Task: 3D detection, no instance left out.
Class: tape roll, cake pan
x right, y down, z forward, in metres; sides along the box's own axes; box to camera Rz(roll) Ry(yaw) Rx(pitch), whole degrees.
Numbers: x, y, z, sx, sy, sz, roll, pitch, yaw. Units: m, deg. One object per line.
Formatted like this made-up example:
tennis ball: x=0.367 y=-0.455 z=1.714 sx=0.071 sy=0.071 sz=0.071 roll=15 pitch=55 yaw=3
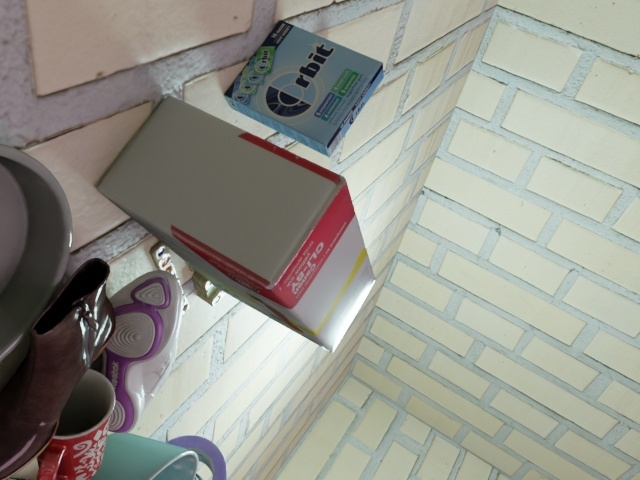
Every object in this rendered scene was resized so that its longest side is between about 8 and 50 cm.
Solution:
tape roll: x=-0.315 y=0.565 z=1.266 sx=0.189 sy=0.189 sz=0.080 roll=-48 pitch=159 yaw=-37
cake pan: x=-0.362 y=0.035 z=0.481 sx=0.293 sy=0.054 sz=0.293 roll=-53 pitch=162 yaw=-25

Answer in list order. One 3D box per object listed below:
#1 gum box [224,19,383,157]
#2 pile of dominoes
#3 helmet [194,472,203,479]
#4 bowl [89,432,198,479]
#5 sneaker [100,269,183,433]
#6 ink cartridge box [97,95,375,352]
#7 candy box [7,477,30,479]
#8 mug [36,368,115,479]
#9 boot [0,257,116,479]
gum box: x=-0.024 y=-0.231 z=0.806 sx=0.157 sy=0.184 sz=0.041 roll=-57 pitch=163 yaw=-12
pile of dominoes: x=-0.200 y=0.029 z=0.975 sx=0.196 sy=0.040 sz=0.251 roll=-51 pitch=162 yaw=-28
helmet: x=-0.359 y=0.661 z=1.342 sx=0.169 sy=0.162 sz=0.169 roll=-52 pitch=162 yaw=-26
bowl: x=-0.381 y=0.472 z=0.960 sx=0.311 sy=0.163 sz=0.311 roll=-52 pitch=162 yaw=-25
sneaker: x=-0.287 y=0.161 z=0.868 sx=0.305 sy=0.114 sz=0.152 roll=-64 pitch=178 yaw=25
ink cartridge box: x=-0.088 y=0.004 z=0.796 sx=0.160 sy=0.279 sz=0.384 roll=-58 pitch=159 yaw=-13
candy box: x=-0.440 y=0.403 z=0.711 sx=0.159 sy=0.071 sz=0.233 roll=-50 pitch=-178 yaw=-32
mug: x=-0.375 y=0.290 z=0.778 sx=0.150 sy=0.113 sz=0.169 roll=-48 pitch=164 yaw=-49
boot: x=-0.338 y=0.153 z=0.640 sx=0.248 sy=0.090 sz=0.207 roll=-61 pitch=179 yaw=-40
